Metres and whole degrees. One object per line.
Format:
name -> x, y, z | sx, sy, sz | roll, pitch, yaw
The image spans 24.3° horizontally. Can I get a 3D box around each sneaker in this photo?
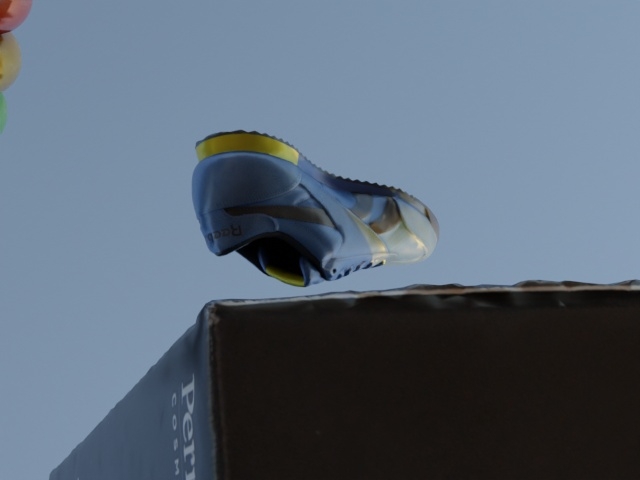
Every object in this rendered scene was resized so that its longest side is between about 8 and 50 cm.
sneaker -> 0.000, 0.000, 0.906 | 0.209, 0.069, 0.082 | 19, -120, -48

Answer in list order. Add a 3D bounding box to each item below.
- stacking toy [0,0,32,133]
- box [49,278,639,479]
stacking toy -> -0.226, -0.092, 0.852 | 0.141, 0.141, 0.330 | 19, -70, -17
box -> 0.039, 0.311, 0.782 | 0.298, 0.472, 0.479 | 0, -107, -20
